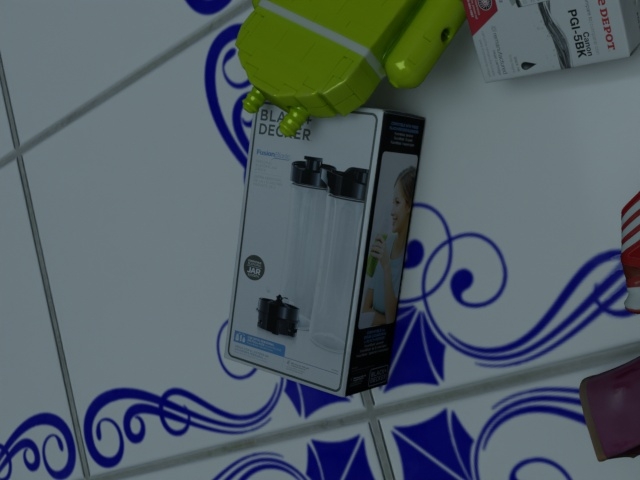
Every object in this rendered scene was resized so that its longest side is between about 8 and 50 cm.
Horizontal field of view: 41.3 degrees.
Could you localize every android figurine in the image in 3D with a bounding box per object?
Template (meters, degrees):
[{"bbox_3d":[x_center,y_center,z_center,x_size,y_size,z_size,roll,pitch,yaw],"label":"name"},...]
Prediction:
[{"bbox_3d":[0.023,-0.227,0.842,0.248,0.056,0.273,33,88,38],"label":"android figurine"}]

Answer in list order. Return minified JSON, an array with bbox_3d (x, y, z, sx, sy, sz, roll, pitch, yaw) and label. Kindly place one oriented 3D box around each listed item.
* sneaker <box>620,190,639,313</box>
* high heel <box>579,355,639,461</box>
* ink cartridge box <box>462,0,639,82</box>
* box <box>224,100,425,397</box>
[{"bbox_3d":[0.336,-0.015,0.658,0.221,0.087,0.128,-12,85,34],"label":"sneaker"},{"bbox_3d":[0.335,0.243,0.630,0.181,0.127,0.377,-37,67,42],"label":"high heel"},{"bbox_3d":[0.203,-0.202,0.746,0.135,0.056,0.099,-5,116,36],"label":"ink cartridge box"},{"bbox_3d":[0.000,0.000,0.901,0.169,0.087,0.290,14,99,35],"label":"box"}]
